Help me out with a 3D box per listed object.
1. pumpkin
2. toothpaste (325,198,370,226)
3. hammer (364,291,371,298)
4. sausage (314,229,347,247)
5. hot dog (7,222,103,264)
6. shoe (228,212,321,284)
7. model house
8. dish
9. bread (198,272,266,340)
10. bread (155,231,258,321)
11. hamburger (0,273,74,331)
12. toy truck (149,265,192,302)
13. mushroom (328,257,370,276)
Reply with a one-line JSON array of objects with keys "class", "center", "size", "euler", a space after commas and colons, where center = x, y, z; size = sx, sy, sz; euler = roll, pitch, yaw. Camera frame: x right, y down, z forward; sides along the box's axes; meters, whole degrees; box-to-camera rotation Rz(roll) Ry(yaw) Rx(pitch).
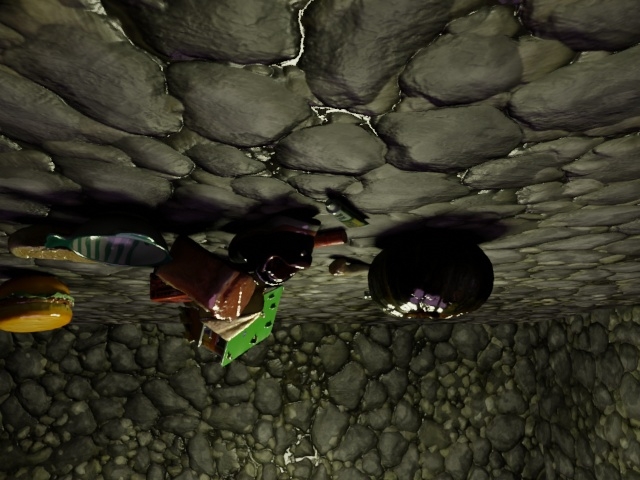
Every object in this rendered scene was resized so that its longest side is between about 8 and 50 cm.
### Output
[{"class": "pumpkin", "center": [0.280, 0.101, 1.312], "size": [0.321, 0.192, 0.320], "euler": [-3, 167, -1]}, {"class": "toothpaste", "center": [0.051, -0.051, 1.038], "size": [0.049, 0.031, 0.204], "euler": [-6, 167, 20]}, {"class": "hammer", "center": [0.225, 0.195, 2.001], "size": [0.103, 0.029, 0.246], "euler": [-1, 164, 3]}, {"class": "sausage", "center": [0.000, 0.000, 1.226], "size": [0.130, 0.034, 0.034], "euler": [-9, 163, 27]}, {"class": "hot dog", "center": [-0.553, 0.005, 1.138], "size": [0.243, 0.073, 0.084], "euler": [7, 161, -31]}, {"class": "shoe", "center": [-0.103, 0.032, 1.139], "size": [0.114, 0.137, 0.291], "euler": [11, 162, -36]}, {"class": "model house", "center": [-0.351, 0.242, 1.893], "size": [0.313, 0.242, 0.358], "euler": [27, -158, 19]}, {"class": "dish", "center": [-0.426, -0.011, 1.060], "size": [0.246, 0.078, 0.224], "euler": [12, 157, -30]}, {"class": "bread", "center": [-0.267, 0.165, 1.574], "size": [0.178, 0.240, 0.135], "euler": [-39, 116, 10]}, {"class": "bread", "center": [-0.267, 0.083, 1.173], "size": [0.244, 0.123, 0.190], "euler": [28, 167, 30]}, {"class": "hamburger", "center": [-0.928, 0.195, 1.661], "size": [0.246, 0.169, 0.246], "euler": [-12, 162, -4]}, {"class": "toy truck", "center": [-0.396, 0.126, 1.529], "size": [0.253, 0.114, 0.108], "euler": [-10, 162, 35]}, {"class": "mushroom", "center": [0.098, 0.086, 1.547], "size": [0.059, 0.054, 0.202], "euler": [-5, 171, 38]}]
